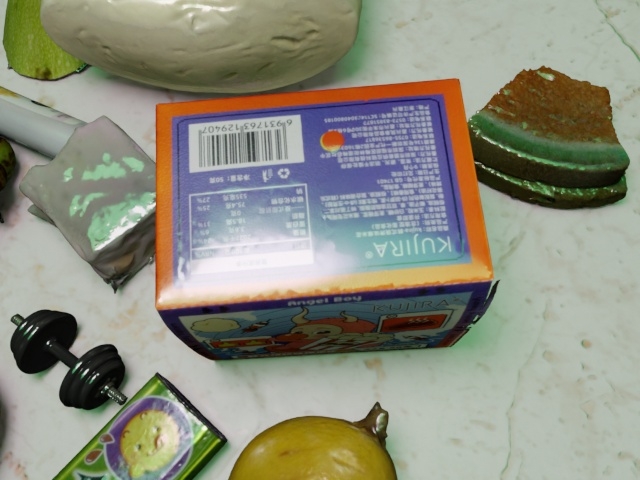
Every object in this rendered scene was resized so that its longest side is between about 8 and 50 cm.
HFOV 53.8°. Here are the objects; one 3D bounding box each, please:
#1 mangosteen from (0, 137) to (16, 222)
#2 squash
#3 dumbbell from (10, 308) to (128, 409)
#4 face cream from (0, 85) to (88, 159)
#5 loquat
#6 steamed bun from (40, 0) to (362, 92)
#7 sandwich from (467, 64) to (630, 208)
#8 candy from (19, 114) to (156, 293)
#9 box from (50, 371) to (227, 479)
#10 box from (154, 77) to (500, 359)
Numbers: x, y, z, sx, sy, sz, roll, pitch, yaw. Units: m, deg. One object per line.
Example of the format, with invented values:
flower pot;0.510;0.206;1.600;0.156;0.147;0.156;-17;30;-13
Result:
mangosteen;-0.572;-0.099;0.905;0.243;0.243;0.242;0;70;1
squash;-0.461;-0.368;1.060;0.192;0.085;0.184;9;70;6
dumbbell;-0.343;0.160;0.855;0.209;0.099;0.099;31;74;16
face cream;-0.479;-0.193;0.989;0.270;0.107;0.073;23;94;8
loquat;0.005;0.299;0.745;0.213;0.213;0.246;38;81;13
steamed bun;-0.161;-0.411;0.967;0.457;0.290;0.370;1;76;4
sandwich;0.342;-0.158;0.956;0.292;0.109;0.212;34;75;13
candy;-0.309;-0.052;0.916;0.185;0.137;0.195;-43;77;-13
box;-0.285;0.339;0.792;0.134;0.097;0.345;41;76;14
box;0.000;0.000;0.794;0.349;0.318;0.256;-5;70;-1
